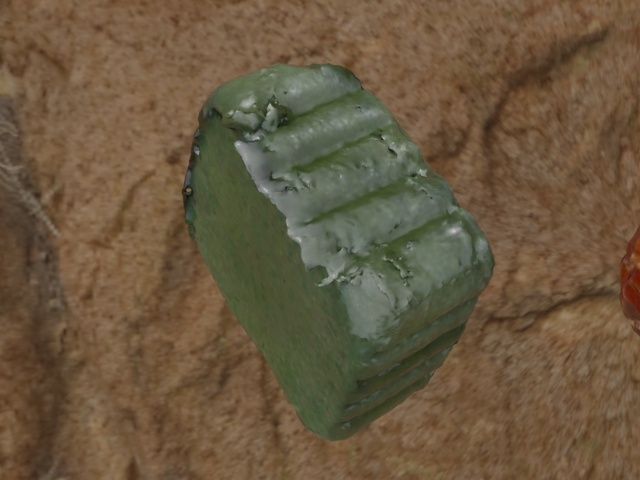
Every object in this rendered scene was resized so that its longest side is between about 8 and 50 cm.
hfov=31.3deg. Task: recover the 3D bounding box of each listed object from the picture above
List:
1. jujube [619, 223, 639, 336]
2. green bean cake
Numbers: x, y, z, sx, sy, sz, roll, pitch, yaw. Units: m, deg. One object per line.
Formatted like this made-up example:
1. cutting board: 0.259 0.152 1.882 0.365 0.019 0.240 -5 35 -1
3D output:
1. jujube: 0.256 0.030 0.756 0.109 0.176 0.112 21 87 24
2. green bean cake: 0.000 0.000 0.802 0.125 0.222 0.227 -31 68 -24
